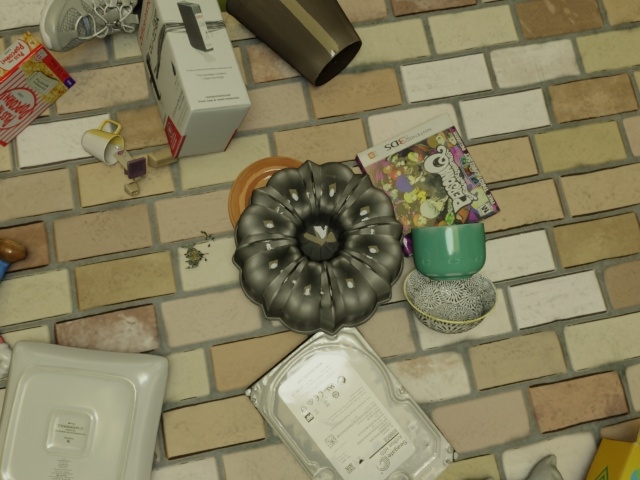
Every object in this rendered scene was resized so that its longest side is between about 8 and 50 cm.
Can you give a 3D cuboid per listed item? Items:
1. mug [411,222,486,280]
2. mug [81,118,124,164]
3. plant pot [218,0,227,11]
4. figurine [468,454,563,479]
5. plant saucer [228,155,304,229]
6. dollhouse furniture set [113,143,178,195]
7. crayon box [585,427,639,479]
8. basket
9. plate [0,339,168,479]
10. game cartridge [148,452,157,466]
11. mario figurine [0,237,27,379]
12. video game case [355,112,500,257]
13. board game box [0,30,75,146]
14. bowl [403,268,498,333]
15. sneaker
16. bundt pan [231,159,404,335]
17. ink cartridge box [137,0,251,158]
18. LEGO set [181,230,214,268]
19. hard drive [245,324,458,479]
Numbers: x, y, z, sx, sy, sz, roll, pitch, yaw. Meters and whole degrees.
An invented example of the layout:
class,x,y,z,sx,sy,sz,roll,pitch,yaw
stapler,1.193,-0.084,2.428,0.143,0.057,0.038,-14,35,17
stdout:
class,x,y,z,sx,sy,sz,roll,pitch,yaw
mug,0.247,0.020,0.953,0.157,0.129,0.097,-4,90,-7
mug,-0.427,-0.193,1.028,0.064,0.062,0.078,23,50,9
plant pot,-0.213,-0.643,0.990,0.274,0.293,0.275,1,80,-3
figurine,0.380,0.517,0.944,0.209,0.092,0.215,-15,81,-14
plant saucer,-0.083,-0.073,1.033,0.200,0.037,0.200,0,81,-3
dollhouse furniture set,-0.346,-0.159,1.036,0.114,0.091,0.081,-27,61,-34
crayon box,0.557,0.502,0.917,0.202,0.081,0.318,40,68,-4
basket,-0.038,-0.435,1.042,0.204,0.154,0.227,-39,88,-7
plate,-0.421,0.324,0.893,0.277,0.045,0.278,7,81,-3
game cartridge,-0.454,0.415,0.924,0.297,0.062,0.198,-33,88,-8
mario figurine,-0.627,0.140,0.903,0.198,0.170,0.321,15,79,-2
video game case,0.214,-0.113,1.053,0.210,0.042,0.232,-25,83,-5
board game box,-0.575,-0.280,0.984,0.045,0.147,0.193,43,82,4
bowl,0.239,0.122,0.982,0.170,0.170,0.080,-6,125,-4
sneaker,-0.406,-0.446,1.003,0.115,0.105,0.281,33,61,11
bundt pan,0.000,0.000,0.933,0.330,0.124,0.331,1,75,-3
ink cartridge box,-0.243,-0.321,0.973,0.114,0.197,0.273,-13,80,-28
LEGO set,-0.239,0.022,1.019,0.083,0.023,0.054,-42,87,-22
hard drive,0.055,0.333,0.961,0.237,0.064,0.339,-38,85,-8
